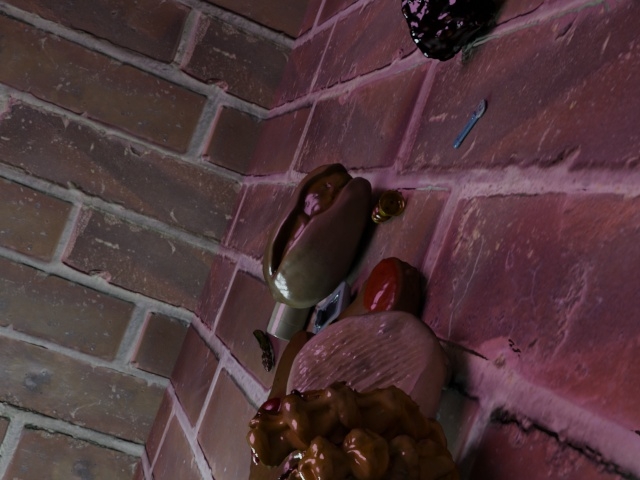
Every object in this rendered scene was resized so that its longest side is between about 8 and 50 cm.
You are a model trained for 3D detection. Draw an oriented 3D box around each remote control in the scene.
[{"bbox_3d":[0.012,0.205,1.804,0.103,0.051,0.293,-49,22,40],"label":"remote control"}]

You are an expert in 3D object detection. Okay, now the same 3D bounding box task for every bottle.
[{"bbox_3d":[-0.043,0.102,2.136,0.072,0.072,0.201,-160,91,-77],"label":"bottle"}]

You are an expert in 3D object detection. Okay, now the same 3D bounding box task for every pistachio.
[{"bbox_3d":[0.000,0.000,1.966,0.166,0.197,0.288,39,100,31],"label":"pistachio"}]

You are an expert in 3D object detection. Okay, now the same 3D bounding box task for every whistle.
[{"bbox_3d":[0.112,-0.062,1.828,0.109,0.046,0.057,146,128,-78],"label":"whistle"}]

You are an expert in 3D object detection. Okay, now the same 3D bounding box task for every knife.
[{"bbox_3d":[0.225,-0.176,1.607,0.027,0.010,0.096,-83,18,-46],"label":"knife"}]

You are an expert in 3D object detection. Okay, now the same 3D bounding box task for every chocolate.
[{"bbox_3d":[0.226,-0.374,1.708,0.133,0.156,0.156,-12,55,44],"label":"chocolate"}]

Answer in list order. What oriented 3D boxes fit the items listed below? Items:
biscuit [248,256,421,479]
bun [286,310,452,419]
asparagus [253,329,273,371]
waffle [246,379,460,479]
[{"bbox_3d":[0.005,0.240,1.592,0.394,0.076,0.368,-42,30,44],"label":"biscuit"},{"bbox_3d":[0.070,0.189,1.351,0.210,0.116,0.237,-40,37,-10],"label":"bun"},{"bbox_3d":[-0.127,0.239,2.362,0.236,0.027,0.034,-124,51,-74],"label":"asparagus"},{"bbox_3d":[0.015,0.298,1.179,0.324,0.261,0.151,-63,35,36],"label":"waffle"}]
